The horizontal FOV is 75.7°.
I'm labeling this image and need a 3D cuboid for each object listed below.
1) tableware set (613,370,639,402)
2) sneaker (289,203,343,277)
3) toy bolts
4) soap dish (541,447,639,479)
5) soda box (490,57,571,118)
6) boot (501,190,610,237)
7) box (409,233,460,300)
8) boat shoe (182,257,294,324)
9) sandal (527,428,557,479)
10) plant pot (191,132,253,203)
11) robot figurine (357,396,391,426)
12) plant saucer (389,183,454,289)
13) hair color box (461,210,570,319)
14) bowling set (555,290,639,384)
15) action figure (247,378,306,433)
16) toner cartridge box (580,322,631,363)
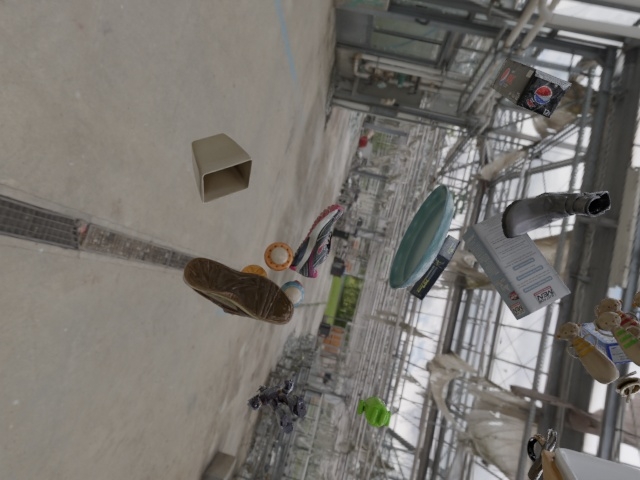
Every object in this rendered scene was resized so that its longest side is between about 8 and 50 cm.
[{"bbox_3d":[1.072,0.462,1.348,0.194,0.128,0.039,-35,-148,19],"label":"tableware set"},{"bbox_3d":[0.000,0.000,1.515,0.299,0.112,0.121,-59,-174,18],"label":"sneaker"},{"bbox_3d":[-0.157,0.140,1.423,0.218,0.228,0.158,-34,-178,-8],"label":"toy bolts"},{"bbox_3d":[0.604,0.552,0.797,0.229,0.291,0.118,-66,171,-73],"label":"soap dish"},{"bbox_3d":[0.327,-0.246,0.654,0.169,0.060,0.053,-74,-175,-60],"label":"soda box"},{"bbox_3d":[0.792,-0.102,1.384,0.223,0.338,0.118,5,-61,61],"label":"boot"},{"bbox_3d":[0.418,0.093,1.492,0.233,0.059,0.183,-34,153,-58],"label":"box"},{"bbox_3d":[-0.245,0.161,1.220,0.123,0.342,0.123,-40,-149,55],"label":"boat shoe"},{"bbox_3d":[0.593,0.574,1.125,0.219,0.060,0.090,-13,119,-48],"label":"sandal"},{"bbox_3d":[-0.217,-0.159,0.865,0.109,0.096,0.109,-25,162,-25],"label":"plant pot"},{"bbox_3d":[0.160,0.498,1.202,0.115,0.101,0.067,125,-14,-86],"label":"robot figurine"},{"bbox_3d":[0.281,-0.002,1.135,0.317,0.044,0.317,-64,-178,4],"label":"plant saucer"},{"bbox_3d":[0.727,0.086,1.556,0.113,0.185,0.374,94,-29,-67],"label":"hair color box"},{"bbox_3d":[0.695,0.174,0.897,0.154,0.287,0.200,59,-1,29],"label":"bowling set"},{"bbox_3d":[-0.161,0.589,1.523,0.185,0.285,0.099,-29,108,-29],"label":"action figure"},{"bbox_3d":[1.167,0.392,1.626,0.348,0.165,0.075,-3,83,-72],"label":"toner cartridge box"}]
